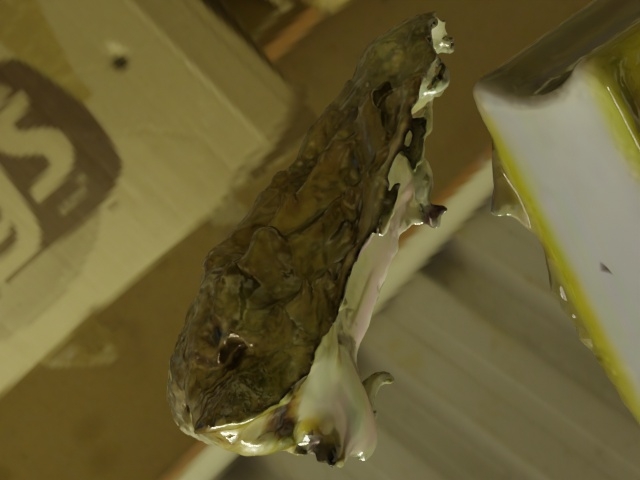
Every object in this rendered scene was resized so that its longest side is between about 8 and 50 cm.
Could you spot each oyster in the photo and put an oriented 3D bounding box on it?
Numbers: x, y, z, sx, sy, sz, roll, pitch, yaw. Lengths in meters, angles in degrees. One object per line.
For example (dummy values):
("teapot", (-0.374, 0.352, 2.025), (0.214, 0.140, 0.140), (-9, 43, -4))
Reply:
("oyster", (0.001, 0.001, 0.569), (0.072, 0.133, 0.209), (14, -120, 7))

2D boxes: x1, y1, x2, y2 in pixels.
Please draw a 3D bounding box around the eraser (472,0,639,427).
("eraser", (0.166, -0.031, 0.455), (0.226, 0.158, 0.069), (-34, -164, -20))
